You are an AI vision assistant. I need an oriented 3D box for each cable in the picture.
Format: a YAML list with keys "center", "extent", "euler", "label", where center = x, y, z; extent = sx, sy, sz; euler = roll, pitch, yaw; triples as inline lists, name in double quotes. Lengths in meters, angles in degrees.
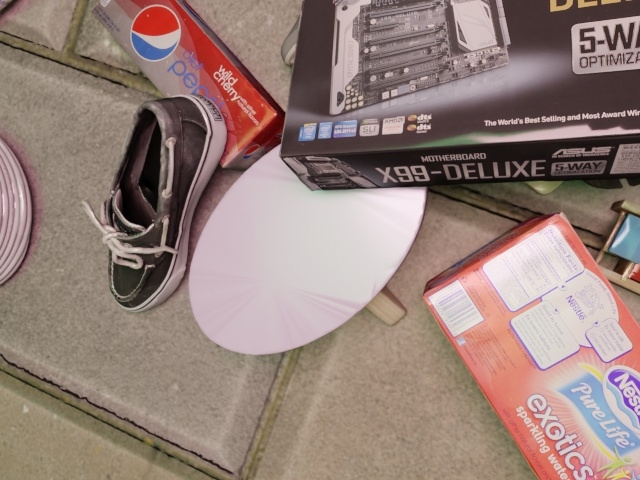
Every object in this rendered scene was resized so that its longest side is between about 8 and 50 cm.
- center: [-0.526, -0.048, 0.741]
  extent: [0.257, 0.089, 0.257]
  euler: [22, 96, 12]
  label: "cable"

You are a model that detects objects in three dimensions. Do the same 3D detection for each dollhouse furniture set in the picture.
- center: [0.371, -0.023, 0.516]
  extent: [0.129, 0.129, 0.183]
  euler: [27, 96, 11]
  label: "dollhouse furniture set"

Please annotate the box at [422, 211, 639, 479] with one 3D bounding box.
- center: [0.247, 0.134, 0.541]
  extent: [0.154, 0.142, 0.299]
  euler: [-34, 84, 11]
  label: "box"

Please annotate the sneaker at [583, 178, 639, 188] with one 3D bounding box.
- center: [0.285, -0.135, 0.457]
  extent: [0.208, 0.081, 0.094]
  euler: [-50, 47, 4]
  label: "sneaker"

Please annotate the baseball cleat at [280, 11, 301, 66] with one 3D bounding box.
- center: [0.016, -0.298, 0.623]
  extent: [0.206, 0.072, 0.109]
  euler: [-40, 83, 9]
  label: "baseball cleat"

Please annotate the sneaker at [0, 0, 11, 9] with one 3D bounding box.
- center: [-0.511, -0.436, 0.725]
  extent: [0.129, 0.111, 0.297]
  euler: [-39, 82, 17]
  label: "sneaker"

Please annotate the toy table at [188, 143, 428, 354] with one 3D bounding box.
- center: [0.000, 0.000, 0.587]
  extent: [0.274, 0.161, 0.252]
  euler: [-32, 85, 12]
  label: "toy table"

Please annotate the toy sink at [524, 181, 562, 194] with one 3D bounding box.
- center: [0.201, -0.176, 0.551]
  extent: [0.234, 0.131, 0.152]
  euler: [43, 100, 9]
  label: "toy sink"

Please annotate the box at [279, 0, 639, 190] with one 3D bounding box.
- center: [0.134, -0.167, 0.430]
  extent: [0.308, 0.076, 0.242]
  euler: [1, 72, 21]
  label: "box"

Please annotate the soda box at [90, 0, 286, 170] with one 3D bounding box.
- center: [-0.152, -0.209, 0.656]
  extent: [0.092, 0.083, 0.263]
  euler: [-42, 83, 11]
  label: "soda box"

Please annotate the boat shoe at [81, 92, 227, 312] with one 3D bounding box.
- center: [-0.206, -0.024, 0.619]
  extent: [0.113, 0.105, 0.306]
  euler: [42, 122, 12]
  label: "boat shoe"
